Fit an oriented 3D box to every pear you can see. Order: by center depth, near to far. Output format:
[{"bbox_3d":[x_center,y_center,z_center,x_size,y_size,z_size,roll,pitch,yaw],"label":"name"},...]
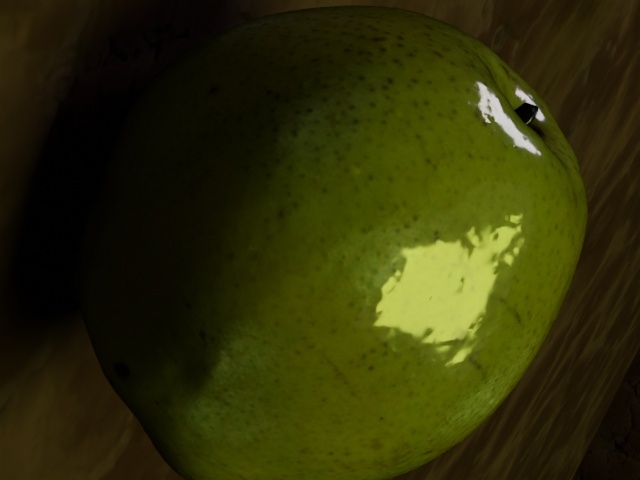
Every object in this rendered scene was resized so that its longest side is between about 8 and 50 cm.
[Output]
[{"bbox_3d":[-0.001,-0.001,0.697,0.198,0.198,0.198,-53,162,-26],"label":"pear"}]
